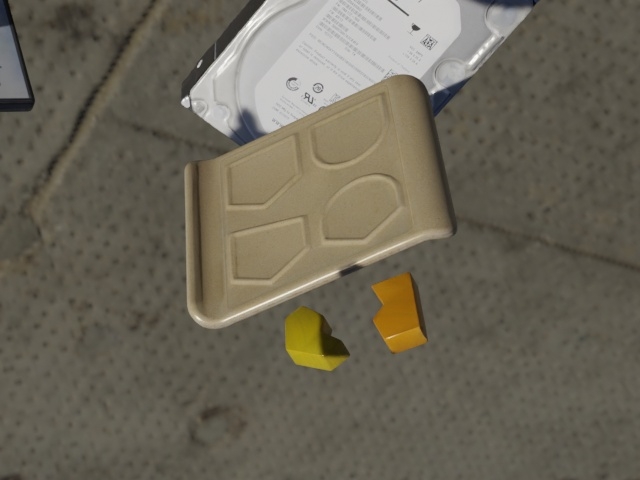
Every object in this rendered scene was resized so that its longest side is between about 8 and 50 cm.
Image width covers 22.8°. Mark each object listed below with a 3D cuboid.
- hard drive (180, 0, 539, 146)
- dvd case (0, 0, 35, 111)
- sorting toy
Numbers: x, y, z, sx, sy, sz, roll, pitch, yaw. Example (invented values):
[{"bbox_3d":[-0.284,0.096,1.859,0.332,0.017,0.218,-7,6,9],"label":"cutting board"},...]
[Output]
[{"bbox_3d":[0.041,-0.214,1.709,0.237,0.064,0.339,35,110,-21],"label":"hard drive"},{"bbox_3d":[-0.458,-0.220,1.765,0.253,0.180,0.022,-4,151,-31],"label":"dvd case"},{"bbox_3d":[0.000,0.000,1.303,0.229,0.307,0.041,-20,131,12],"label":"sorting toy"}]
